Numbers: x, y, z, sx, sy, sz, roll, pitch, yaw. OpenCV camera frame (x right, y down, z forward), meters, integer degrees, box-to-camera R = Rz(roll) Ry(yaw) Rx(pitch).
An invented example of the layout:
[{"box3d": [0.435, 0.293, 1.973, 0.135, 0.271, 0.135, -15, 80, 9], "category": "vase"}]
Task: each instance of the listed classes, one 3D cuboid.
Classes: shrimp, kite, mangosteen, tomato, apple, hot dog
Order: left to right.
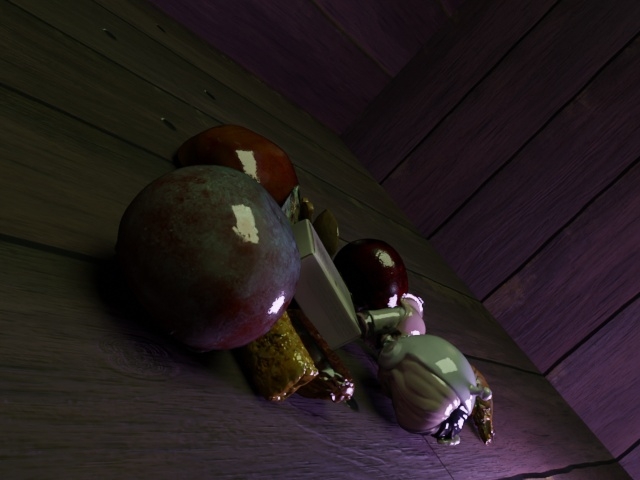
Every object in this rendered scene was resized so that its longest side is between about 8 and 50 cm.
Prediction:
[{"box3d": [-0.187, 0.028, 1.147, 0.317, 0.282, 0.317, 54, 9, -13], "category": "tomato"}, {"box3d": [-0.226, -0.170, 1.885, 0.328, 0.295, 0.365, 9, 2, 19], "category": "apple"}, {"box3d": [-0.075, -0.036, 1.804, 0.323, 0.013, 0.268, 64, 29, -65], "category": "kite"}, {"box3d": [-0.025, 0.231, 1.343, 0.160, 0.099, 0.227, 30, 19, -44], "category": "hot dog"}, {"box3d": [0.108, 0.122, 1.873, 0.261, 0.236, 0.235, -25, 62, -29], "category": "mangosteen"}, {"box3d": [0.455, 0.469, 2.010, 0.152, 0.063, 0.287, 43, 25, -21], "category": "shrimp"}]

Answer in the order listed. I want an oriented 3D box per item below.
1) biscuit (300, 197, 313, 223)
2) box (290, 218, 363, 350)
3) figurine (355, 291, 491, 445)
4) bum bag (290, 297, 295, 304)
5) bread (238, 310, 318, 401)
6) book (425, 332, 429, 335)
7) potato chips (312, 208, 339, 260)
[{"box3d": [-0.048, -0.051, 1.968, 0.250, 0.035, 0.163, 119, -34, -70], "category": "biscuit"}, {"box3d": [-0.006, 0.102, 1.607, 0.252, 0.106, 0.203, 61, 8, -24], "category": "box"}, {"box3d": [0.227, 0.295, 1.627, 0.253, 0.211, 0.361, 34, 17, -36], "category": "figurine"}, {"box3d": [-0.145, 0.092, 1.482, 0.123, 0.060, 0.248, 57, 19, 23], "category": "bum bag"}, {"box3d": [-0.093, 0.191, 1.257, 0.211, 0.114, 0.083, 55, 2, 38], "category": "bread"}, {"box3d": [0.421, 0.417, 2.190, 0.202, 0.027, 0.264, 34, 18, -34], "category": "book"}, {"box3d": [-0.001, 0.001, 1.942, 0.061, 0.195, 0.208, 6, 65, -12], "category": "potato chips"}]
